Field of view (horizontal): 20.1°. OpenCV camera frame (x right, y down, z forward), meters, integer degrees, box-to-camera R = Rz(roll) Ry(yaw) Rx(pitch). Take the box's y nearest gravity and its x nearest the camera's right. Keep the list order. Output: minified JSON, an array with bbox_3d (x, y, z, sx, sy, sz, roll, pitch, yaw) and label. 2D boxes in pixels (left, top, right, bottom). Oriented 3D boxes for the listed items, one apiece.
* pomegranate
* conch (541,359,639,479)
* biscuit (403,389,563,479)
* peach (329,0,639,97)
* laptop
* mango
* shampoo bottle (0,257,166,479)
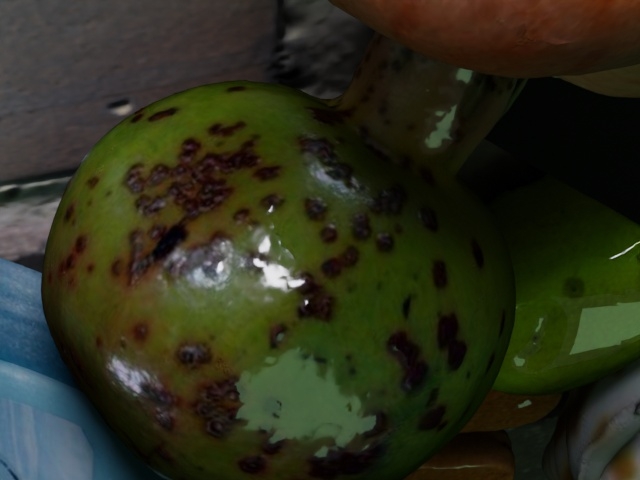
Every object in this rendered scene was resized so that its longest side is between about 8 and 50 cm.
[{"bbox_3d":[0.000,0.000,0.749,0.202,0.202,0.248,21,104,-43],"label":"pomegranate"},{"bbox_3d":[0.208,0.099,0.995,0.182,0.149,0.275,23,132,-18],"label":"conch"},{"bbox_3d":[-0.035,0.110,1.012,0.333,0.047,0.202,-5,146,-13],"label":"biscuit"},{"bbox_3d":[0.085,-0.156,0.530,0.232,0.232,0.232,-10,148,-6],"label":"peach"},{"bbox_3d":[0.154,-0.041,0.760,0.016,0.197,0.135,-50,161,-26],"label":"laptop"},{"bbox_3d":[0.134,0.009,0.876,0.178,0.100,0.119,-29,-172,13],"label":"mango"},{"bbox_3d":[-0.218,0.230,0.798,0.331,0.343,0.331,-2,141,-2],"label":"shampoo bottle"}]
